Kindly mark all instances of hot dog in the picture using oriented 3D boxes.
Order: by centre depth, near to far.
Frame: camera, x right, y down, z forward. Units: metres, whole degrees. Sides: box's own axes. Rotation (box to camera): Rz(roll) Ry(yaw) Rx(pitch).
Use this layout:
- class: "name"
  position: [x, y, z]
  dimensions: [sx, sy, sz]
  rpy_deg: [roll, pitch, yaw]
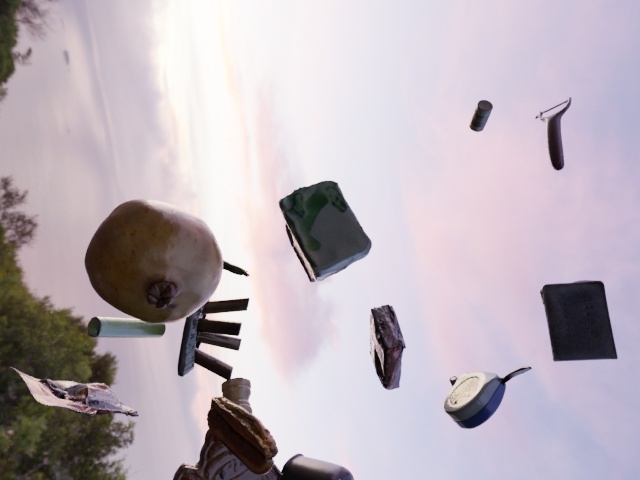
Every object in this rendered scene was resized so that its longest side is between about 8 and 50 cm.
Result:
- class: "hot dog"
  position: [-0.211, 0.500, 1.234]
  dimensions: [0.269, 0.072, 0.115]
  rpy_deg: [27, -69, 38]

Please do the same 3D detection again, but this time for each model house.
- class: "model house"
  position: [0.000, 0.000, 1.478]
  dimensions: [0.267, 0.194, 0.325]
  rpy_deg: [62, -14, 15]

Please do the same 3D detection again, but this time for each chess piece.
- class: "chess piece"
  position: [-0.238, 0.509, 1.359]
  dimensions: [0.090, 0.090, 0.200]
  rpy_deg: [103, -20, -46]

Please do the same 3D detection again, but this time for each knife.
- class: "knife"
  position: [0.742, -0.340, 1.503]
  dimensions: [0.123, 0.053, 0.278]
  rpy_deg: [-29, -141, 51]

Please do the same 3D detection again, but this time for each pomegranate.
- class: "pomegranate"
  position: [-0.366, 0.046, 1.052]
  dimensions: [0.307, 0.307, 0.308]
  rpy_deg: [169, -90, -69]

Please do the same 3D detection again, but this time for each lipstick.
- class: "lipstick"
  position: [-0.716, 0.327, 1.750]
  dimensions: [0.076, 0.304, 0.076]
  rpy_deg: [-7, -105, 29]

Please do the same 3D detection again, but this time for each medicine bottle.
- class: "medicine bottle"
  position: [0.459, -0.356, 1.342]
  dimensions: [0.083, 0.047, 0.047]
  rpy_deg: [91, -20, -60]

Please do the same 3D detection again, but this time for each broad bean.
- class: "broad bean"
  position: [-0.416, 0.098, 1.965]
  dimensions: [0.297, 0.060, 0.043]
  rpy_deg: [18, -91, 35]

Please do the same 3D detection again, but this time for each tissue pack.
- class: "tissue pack"
  position: [0.293, 0.471, 2.052]
  dimensions: [0.245, 0.123, 0.332]
  rpy_deg: [-108, -170, -48]

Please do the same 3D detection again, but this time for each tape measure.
- class: "tape measure"
  position: [0.554, 0.521, 1.562]
  dimensions: [0.098, 0.215, 0.351]
  rpy_deg: [46, -27, 3]

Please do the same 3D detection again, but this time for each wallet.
- class: "wallet"
  position: [0.715, 0.221, 1.302]
  dimensions: [0.036, 0.167, 0.222]
  rpy_deg: [46, 41, -67]

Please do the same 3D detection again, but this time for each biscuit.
- class: "biscuit"
  position: [-0.289, 0.770, 1.490]
  dimensions: [0.074, 0.358, 0.381]
  rpy_deg: [-4, -82, 56]

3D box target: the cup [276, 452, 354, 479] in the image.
- class: "cup"
  position: [-0.026, 0.609, 1.127]
  dimensions: [0.176, 0.169, 0.223]
  rpy_deg: [10, -22, 33]

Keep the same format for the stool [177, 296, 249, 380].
- class: "stool"
  position: [-0.442, 0.393, 1.953]
  dimensions: [0.310, 0.226, 0.310]
  rpy_deg: [-87, -169, -70]

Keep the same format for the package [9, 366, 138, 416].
- class: "package"
  position: [-0.554, 0.360, 1.072]
  dimensions: [0.194, 0.269, 0.071]
  rpy_deg: [5, -108, 35]

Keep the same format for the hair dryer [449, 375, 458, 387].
- class: "hair dryer"
  position: [0.565, 0.597, 1.901]
  dimensions: [0.063, 0.037, 0.124]
  rpy_deg: [61, -3, 0]
